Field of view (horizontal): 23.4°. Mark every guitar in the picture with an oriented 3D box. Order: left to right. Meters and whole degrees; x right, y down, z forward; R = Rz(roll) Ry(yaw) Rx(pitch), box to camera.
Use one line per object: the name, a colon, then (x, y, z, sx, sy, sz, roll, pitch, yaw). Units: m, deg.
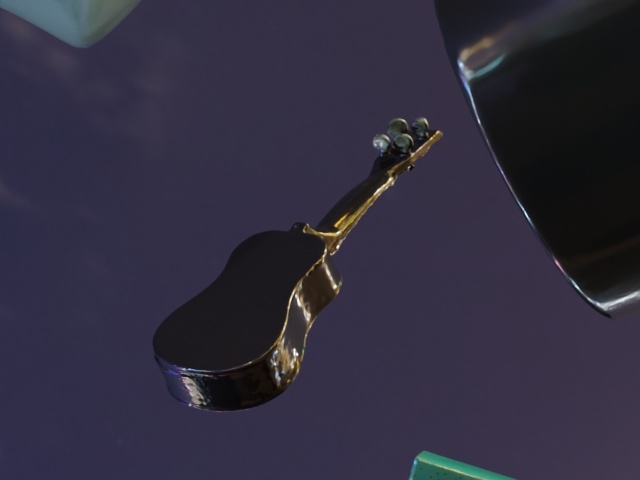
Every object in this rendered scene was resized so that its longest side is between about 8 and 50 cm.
guitar: (0.000, -0.002, 0.912, 0.271, 0.084, 0.038, -51, -45, -39)

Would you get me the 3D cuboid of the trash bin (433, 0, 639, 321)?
trash bin: (0.228, -0.116, 0.613, 0.334, 0.214, 0.214, -25, -55, 21)

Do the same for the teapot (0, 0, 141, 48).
teapot: (-0.085, -0.134, 0.346, 0.159, 0.232, 0.159, -1, -75, -2)

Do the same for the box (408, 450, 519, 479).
box: (0.102, 0.256, 0.918, 0.161, 0.042, 0.226, 17, -88, 9)
